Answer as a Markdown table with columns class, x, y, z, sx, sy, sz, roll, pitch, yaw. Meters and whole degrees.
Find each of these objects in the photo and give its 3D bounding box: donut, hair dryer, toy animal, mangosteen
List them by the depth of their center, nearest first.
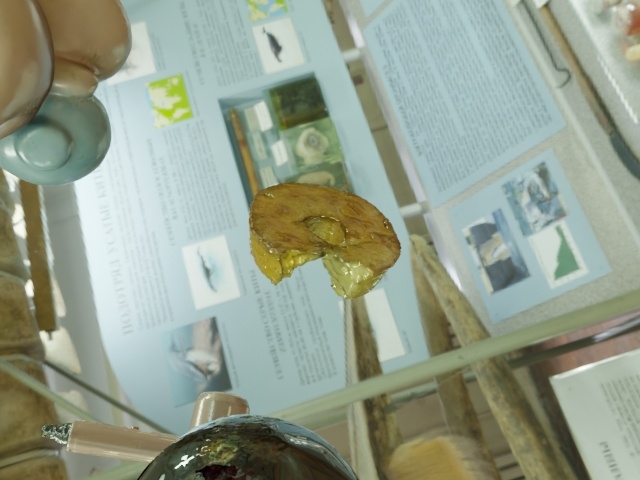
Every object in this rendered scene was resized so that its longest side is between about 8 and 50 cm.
| class | x | y | z | sx | sy | sz | roll | pitch | yaw |
| --- | --- | --- | --- | --- | --- | --- | --- | --- | --- |
| donut | 0.000 | 0.000 | 0.426 | 0.097 | 0.108 | 0.043 | -81 | 10 | -54 |
| toy animal | -0.277 | -0.163 | 0.467 | 0.221 | 0.210 | 0.229 | 13 | -123 | -76 |
| mangosteen | -0.087 | 0.344 | 0.653 | 0.313 | 0.297 | 0.297 | 123 | 134 | -60 |
| hair dryer | -0.302 | 0.342 | 1.046 | 0.107 | 0.344 | 0.189 | 132 | 150 | -59 |

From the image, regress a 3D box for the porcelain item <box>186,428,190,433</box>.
| class | x | y | z | sx | sy | sz | roll | pitch | yaw |
| --- | --- | --- | --- | --- | --- | --- | --- | --- | --- |
| porcelain item | -0.226 | 0.541 | 1.368 | 0.253 | 0.253 | 0.253 | 163 | 90 | -87 |
